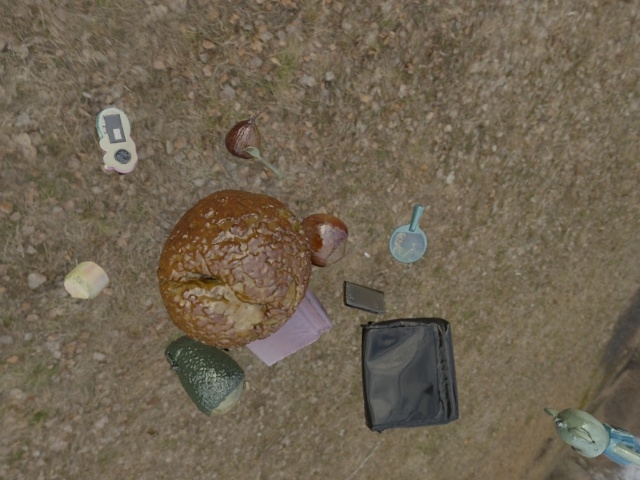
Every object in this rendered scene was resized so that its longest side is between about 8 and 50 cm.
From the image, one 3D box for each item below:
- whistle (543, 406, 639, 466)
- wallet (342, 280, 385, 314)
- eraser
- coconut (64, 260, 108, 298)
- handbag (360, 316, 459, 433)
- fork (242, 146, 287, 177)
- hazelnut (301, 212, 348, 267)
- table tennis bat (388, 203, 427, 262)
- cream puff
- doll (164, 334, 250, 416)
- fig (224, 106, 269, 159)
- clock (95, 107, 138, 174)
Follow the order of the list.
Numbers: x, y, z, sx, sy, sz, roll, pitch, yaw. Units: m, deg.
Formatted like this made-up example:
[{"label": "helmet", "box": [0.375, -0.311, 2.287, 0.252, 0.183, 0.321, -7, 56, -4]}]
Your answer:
[{"label": "whistle", "box": [0.537, 0.377, 0.775, 0.235, 0.114, 0.077, 22, 93, -7]}, {"label": "wallet", "box": [0.179, 0.236, 1.701, 0.198, 0.110, 0.031, 19, 145, -26]}, {"label": "eraser", "box": [-0.143, 0.228, 1.321, 0.272, 0.122, 0.359, -30, 137, 0]}, {"label": "coconut", "box": [-0.774, 0.129, 1.385, 0.122, 0.116, 0.116, -66, 166, -57]}, {"label": "handbag", "box": [0.202, 0.307, 0.971, 0.223, 0.080, 0.247, -1, 79, -10]}, {"label": "fork", "box": [-0.195, -0.286, 1.513, 0.034, 0.028, 0.219, -32, 142, 25]}, {"label": "hazelnut", "box": [0.000, 0.000, 1.091, 0.143, 0.143, 0.154, -23, 156, -27]}, {"label": "table tennis bat", "box": [0.358, -0.026, 1.644, 0.038, 0.149, 0.237, -11, 118, -80]}, {"label": "cream puff", "box": [-0.148, 0.065, 0.775, 0.303, 0.212, 0.303, -11, 118, -21]}, {"label": "doll", "box": [-0.437, 0.501, 1.611, 0.247, 0.349, 0.247, -49, 169, -13]}, {"label": "fig", "box": [-0.260, -0.396, 1.505, 0.133, 0.146, 0.201, 8, 137, -34]}, {"label": "clock", "box": [-0.616, -0.295, 1.256, 0.100, 0.195, 0.194, -13, 100, -26]}]
